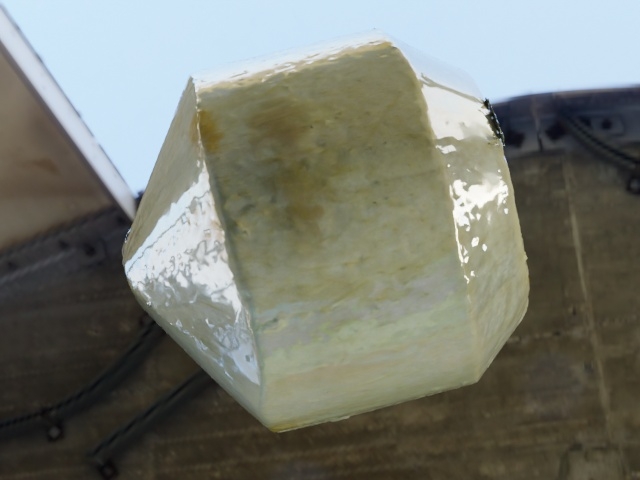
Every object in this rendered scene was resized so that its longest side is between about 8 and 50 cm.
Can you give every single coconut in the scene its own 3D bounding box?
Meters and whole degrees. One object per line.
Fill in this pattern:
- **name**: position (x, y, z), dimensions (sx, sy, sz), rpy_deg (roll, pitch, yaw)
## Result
- **coconut**: position (0.000, 0.000, 0.948), dimensions (0.323, 0.323, 0.323), rpy_deg (-6, -119, 11)
